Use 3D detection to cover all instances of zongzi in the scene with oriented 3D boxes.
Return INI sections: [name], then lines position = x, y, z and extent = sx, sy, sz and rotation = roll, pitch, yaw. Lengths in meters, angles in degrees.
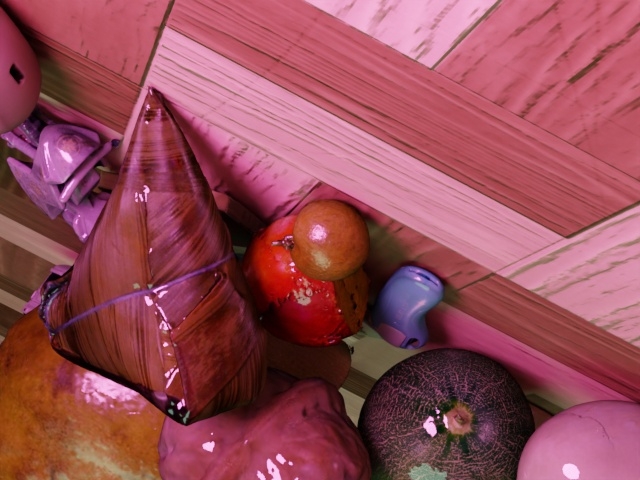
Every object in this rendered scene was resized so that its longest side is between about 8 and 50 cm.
[zongzi]
position = -0.172, -0.005, 1.406
extent = 0.286, 0.138, 0.300
rotation = 16, 124, 53

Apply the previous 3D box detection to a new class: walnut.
[walnut]
position = -0.054, 0.215, 1.491
extent = 0.224, 0.224, 0.224
rotation = 24, 166, 7

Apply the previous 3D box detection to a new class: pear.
[pear]
position = -0.220, 0.213, 1.925
extent = 0.413, 0.352, 0.352
rotation = 20, 166, -8

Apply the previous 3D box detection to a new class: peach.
[peach]
position = -0.012, 0.043, 1.438
extent = 0.127, 0.092, 0.172
rotation = 17, 162, -6

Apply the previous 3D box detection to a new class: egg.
[egg]
position = 0.289, 0.249, 1.479
extent = 0.253, 0.186, 0.186
rotation = 33, 164, -32

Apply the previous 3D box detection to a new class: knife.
[knife]
position = 0.085, 0.063, 1.495
extent = 0.064, 0.031, 0.222
rotation = 29, 162, 4

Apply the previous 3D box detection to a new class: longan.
[longan]
position = 0.000, 0.000, 1.321
extent = 0.083, 0.075, 0.075
rotation = -2, 168, -8

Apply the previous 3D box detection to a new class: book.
[book]
position = -0.078, 0.016, 1.611
extent = 0.201, 0.026, 0.289
rotation = 10, 158, 43

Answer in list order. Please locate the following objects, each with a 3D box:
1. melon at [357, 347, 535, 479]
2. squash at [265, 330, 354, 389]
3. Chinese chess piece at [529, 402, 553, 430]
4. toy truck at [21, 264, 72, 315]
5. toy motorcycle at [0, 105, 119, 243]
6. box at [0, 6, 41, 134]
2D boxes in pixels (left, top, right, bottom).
[melon]
position = 0.126, 0.198, 1.581
extent = 0.182, 0.182, 0.287
rotation = 25, 170, 3
[squash]
position = -0.070, 0.103, 1.621
extent = 0.187, 0.123, 0.123
rotation = 38, 161, -30
[Chinese chess piece]
position = 0.214, 0.211, 1.752
extent = 0.122, 0.051, 0.122
rotation = 23, 163, 7
[toy truck]
position = -0.274, 0.127, 2.130
extent = 0.253, 0.124, 0.114
rotation = 35, 169, -27
[toy motorcycle]
position = -0.229, -0.054, 1.505
extent = 0.122, 0.080, 0.215
rotation = 22, 152, 45
[box]
position = -0.306, -0.157, 1.266
extent = 0.146, 0.088, 0.200
rotation = 22, 164, 18
